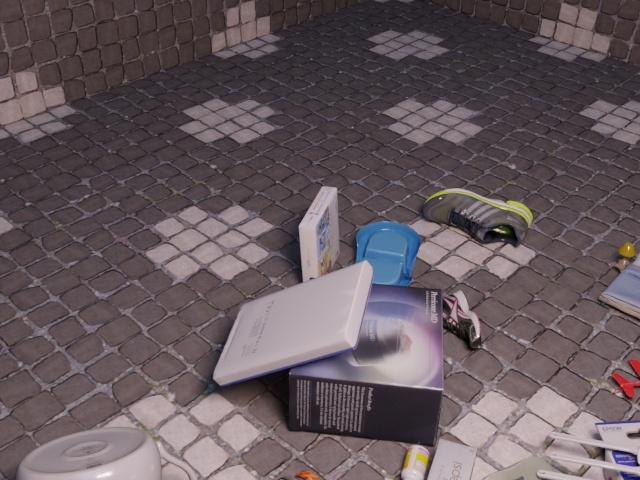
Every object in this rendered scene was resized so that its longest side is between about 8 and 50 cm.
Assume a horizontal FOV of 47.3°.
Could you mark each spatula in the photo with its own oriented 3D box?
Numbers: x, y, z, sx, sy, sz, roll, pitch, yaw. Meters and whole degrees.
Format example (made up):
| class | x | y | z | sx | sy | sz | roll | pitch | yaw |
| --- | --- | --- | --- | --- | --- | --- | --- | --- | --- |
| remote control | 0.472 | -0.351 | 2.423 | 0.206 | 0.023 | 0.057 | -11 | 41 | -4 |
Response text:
| class | x | y | z | sx | sy | sz | roll | pitch | yaw |
| --- | --- | --- | --- | --- | --- | --- | --- | --- | --- |
| spatula | 0.522 | 0.404 | 1.308 | 0.242 | 0.019 | 0.168 | 4 | 23 | 25 |

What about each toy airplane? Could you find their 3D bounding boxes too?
| class | x | y | z | sx | sy | sz | roll | pitch | yaw |
| --- | --- | --- | --- | --- | --- | --- | --- | --- | --- |
| toy airplane | 0.689 | 0.305 | 1.563 | 0.151 | 0.028 | 0.151 | 1 | 38 | -1 |

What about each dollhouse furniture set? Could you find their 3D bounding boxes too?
| class | x | y | z | sx | sy | sz | roll | pitch | yaw |
| --- | --- | --- | --- | --- | --- | --- | --- | --- | --- |
| dollhouse furniture set | 0.792 | 0.107 | 1.692 | 0.303 | 0.198 | 0.286 | 30 | 45 | 34 |

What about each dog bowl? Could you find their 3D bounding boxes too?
| class | x | y | z | sx | sy | sz | roll | pitch | yaw |
| --- | --- | --- | --- | --- | --- | --- | --- | --- | --- |
| dog bowl | 0.157 | 0.064 | 1.838 | 0.166 | 0.074 | 0.297 | 9 | 37 | 11 |

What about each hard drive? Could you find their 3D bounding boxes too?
| class | x | y | z | sx | sy | sz | roll | pitch | yaw |
| --- | --- | --- | --- | --- | --- | --- | --- | --- | --- |
| hard drive | -0.053 | 0.164 | 1.435 | 0.319 | 0.040 | 0.210 | -21 | 31 | 31 |

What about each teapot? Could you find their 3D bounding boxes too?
| class | x | y | z | sx | sy | sz | roll | pitch | yaw |
| --- | --- | --- | --- | --- | --- | --- | --- | --- | --- |
| teapot | -0.377 | 0.438 | 1.234 | 0.256 | 0.186 | 0.252 | -5 | 6 | 19 |

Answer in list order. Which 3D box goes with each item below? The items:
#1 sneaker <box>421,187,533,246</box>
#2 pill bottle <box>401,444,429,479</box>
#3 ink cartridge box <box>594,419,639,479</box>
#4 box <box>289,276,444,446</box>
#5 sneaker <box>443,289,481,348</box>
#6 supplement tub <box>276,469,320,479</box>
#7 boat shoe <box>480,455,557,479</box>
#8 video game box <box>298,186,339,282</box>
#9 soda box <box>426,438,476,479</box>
| class | x | y | z | sx | sy | sz | roll | pitch | yaw |
| --- | --- | --- | --- | --- | --- | --- | --- | --- | --- |
| sneaker | 0.423 | -0.059 | 1.988 | 0.300 | 0.111 | 0.121 | 9 | 41 | 13 |
| pill bottle | 0.176 | 0.428 | 1.368 | 0.044 | 0.043 | 0.083 | 12 | 38 | 14 |
| ink cartridge box | 0.629 | 0.481 | 1.292 | 0.176 | 0.069 | 0.370 | -2 | 39 | -3 |
| box | 0.101 | 0.240 | 1.510 | 0.294 | 0.182 | 0.296 | 5 | 37 | 4 |
| sneaker | 0.317 | 0.190 | 1.689 | 0.077 | 0.071 | 0.178 | -15 | 30 | -1 |
| supplement tub | -0.076 | 0.479 | 1.231 | 0.190 | 0.116 | 0.117 | -26 | 45 | -33 |
| boat shoe | 0.341 | 0.442 | 1.309 | 0.228 | 0.081 | 0.079 | 5 | 57 | -41 |
| video game box | 0.000 | 0.000 | 1.811 | 0.048 | 0.205 | 0.187 | 7 | 36 | 14 |
| soda box | 0.219 | 0.463 | 1.301 | 0.074 | 0.069 | 0.216 | 13 | 37 | 17 |
